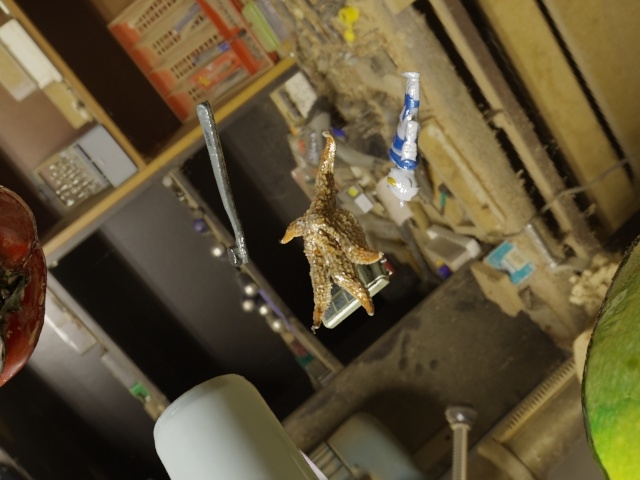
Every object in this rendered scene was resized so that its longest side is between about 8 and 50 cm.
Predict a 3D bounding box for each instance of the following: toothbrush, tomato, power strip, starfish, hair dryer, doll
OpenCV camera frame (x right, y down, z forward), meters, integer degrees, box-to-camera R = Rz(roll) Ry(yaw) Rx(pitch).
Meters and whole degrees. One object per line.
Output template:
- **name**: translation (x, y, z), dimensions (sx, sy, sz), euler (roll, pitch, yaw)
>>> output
- **toothbrush**: translation (-0.145, -0.076, 1.025), dimensions (0.030, 0.030, 0.298), euler (40, 149, 42)
- **tomato**: translation (-0.305, 0.041, 0.550), dimensions (0.151, 0.187, 0.187), euler (-4, 141, 24)
- **power strip**: translation (0.057, 0.082, 1.221), dimensions (0.028, 0.169, 0.076), euler (21, -146, -45)
- **starfish**: translation (0.006, 0.016, 1.201), dimensions (0.302, 0.084, 0.294), euler (-57, 45, 41)
- **hair dryer**: translation (-0.082, 0.206, 0.416), dimensions (0.073, 0.236, 0.131), euler (5, -143, -52)
- **doll**: translation (0.142, -0.164, 1.139), dimensions (0.114, 0.057, 0.228), euler (-96, 6, -76)

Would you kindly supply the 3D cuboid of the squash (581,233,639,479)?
- **squash**: translation (0.341, 0.118, 0.568), dimensions (0.233, 0.309, 0.210), euler (39, 174, 4)

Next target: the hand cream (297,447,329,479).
- **hand cream**: translation (-0.117, 0.385, 0.819), dimensions (0.070, 0.312, 0.111), euler (32, 160, 39)
